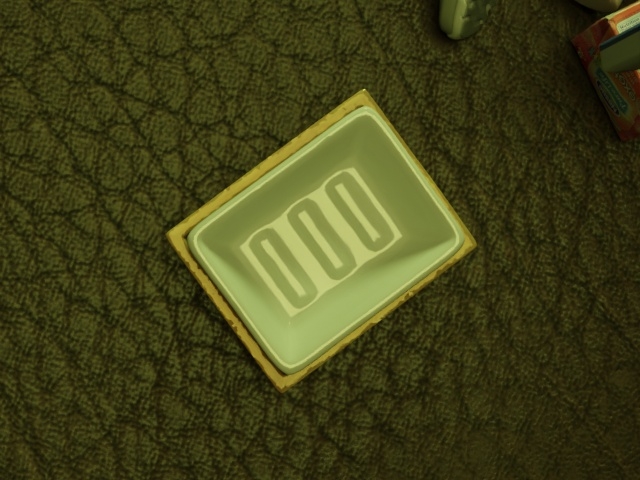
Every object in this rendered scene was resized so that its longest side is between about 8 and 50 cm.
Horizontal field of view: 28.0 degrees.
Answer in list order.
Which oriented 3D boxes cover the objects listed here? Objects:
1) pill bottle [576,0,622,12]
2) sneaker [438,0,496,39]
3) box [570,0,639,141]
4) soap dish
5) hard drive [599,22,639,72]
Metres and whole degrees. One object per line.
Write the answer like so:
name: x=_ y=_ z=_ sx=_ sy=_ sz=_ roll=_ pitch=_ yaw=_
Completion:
pill bottle: x=0.376 y=-0.391 z=1.567 sx=0.117 sy=0.117 sz=0.215 roll=31 pitch=84 yaw=-6
sneaker: x=0.161 y=-0.385 z=1.564 sx=0.115 sy=0.105 sz=0.281 roll=4 pitch=92 yaw=26
box: x=0.482 y=-0.257 z=1.566 sx=0.300 sy=0.142 sz=0.154 roll=-28 pitch=92 yaw=-8
soap dish: x=0.000 y=0.000 z=1.504 sx=0.291 sy=0.118 sz=0.229 roll=-37 pitch=94 yaw=-7
hard drive: x=0.443 y=-0.232 z=1.326 sx=0.210 sy=0.319 sz=0.040 roll=-10 pitch=89 yaw=-8
